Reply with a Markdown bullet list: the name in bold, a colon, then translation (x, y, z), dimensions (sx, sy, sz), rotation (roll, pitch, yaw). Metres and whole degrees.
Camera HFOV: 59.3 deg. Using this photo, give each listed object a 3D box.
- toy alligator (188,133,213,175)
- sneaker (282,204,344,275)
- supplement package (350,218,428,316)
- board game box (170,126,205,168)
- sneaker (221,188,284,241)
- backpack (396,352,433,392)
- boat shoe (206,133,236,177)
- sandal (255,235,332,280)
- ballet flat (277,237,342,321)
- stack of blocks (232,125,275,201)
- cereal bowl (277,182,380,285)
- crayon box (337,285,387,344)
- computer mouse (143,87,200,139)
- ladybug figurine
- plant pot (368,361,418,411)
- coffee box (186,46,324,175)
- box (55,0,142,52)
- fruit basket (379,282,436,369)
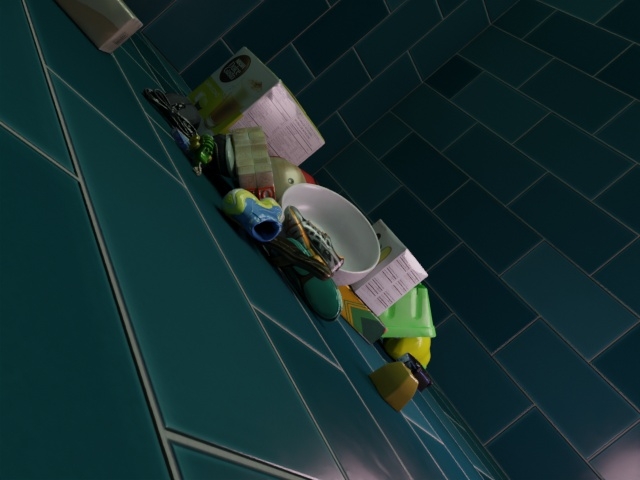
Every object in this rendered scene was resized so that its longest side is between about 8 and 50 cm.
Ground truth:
- **toy alligator**: translation (-0.281, -0.215, 1.357), dimensions (0.056, 0.051, 0.189), rotation (50, 12, -34)
- **sneaker**: translation (-0.021, 0.000, 1.434), dimensions (0.215, 0.083, 0.084), rotation (58, -27, -1)
- **supplement package**: translation (0.182, 0.082, 1.757), dimensions (0.149, 0.203, 0.194), rotation (48, 4, -37)
- **board game box**: translation (-0.332, -0.234, 1.420), dimensions (0.090, 0.020, 0.090), rotation (48, 4, -47)
- **sneaker**: translation (-0.130, -0.037, 1.286), dimensions (0.126, 0.091, 0.240), rotation (48, 14, 22)
- **backpack**: translation (0.289, 0.422, 1.801), dimensions (0.105, 0.084, 0.114), rotation (49, 8, -31)
- **boat shoe**: translation (-0.278, -0.227, 1.518), dimensions (0.302, 0.091, 0.114), rotation (-125, -151, -74)
- **sandal**: translation (-0.073, 0.044, 1.309), dimensions (0.219, 0.060, 0.090), rotation (31, 14, 19)
- **ballet flat**: translation (-0.021, 0.100, 1.360), dimensions (0.247, 0.083, 0.087), rotation (53, -10, 25)
- **stack of blocks**: translation (-0.178, -0.172, 1.521), dimensions (0.297, 0.087, 0.171), rotation (-108, -168, -56)
- **cereal bowl**: translation (0.000, 0.000, 1.637), dimensions (0.339, 0.141, 0.339), rotation (23, 39, -20)
- **crayon box**: translation (0.068, 0.166, 1.774), dimensions (0.318, 0.081, 0.202), rotation (47, 4, -32)
- **computer mouse**: translation (-0.395, -0.365, 1.613), dimensions (0.188, 0.072, 0.272), rotation (48, 3, -11)
- **ladybug figurine**: translation (-0.117, -0.174, 1.904), dimensions (0.305, 0.162, 0.449), rotation (32, 2, 6)
- **plant pot**: translation (0.178, 0.333, 1.319), dimensions (0.081, 0.083, 0.081), rotation (47, 3, -39)
- **coffee box**: translation (-0.251, -0.436, 2.076), dimensions (0.338, 0.334, 0.337), rotation (47, 4, -47)
- **box**: translation (-0.602, -0.631, 1.391), dimensions (0.311, 0.121, 0.148), rotation (49, 3, -14)
- **fruit basket**: translation (0.273, 0.309, 2.055), dimensions (0.392, 0.283, 0.392), rotation (-177, -90, -84)
